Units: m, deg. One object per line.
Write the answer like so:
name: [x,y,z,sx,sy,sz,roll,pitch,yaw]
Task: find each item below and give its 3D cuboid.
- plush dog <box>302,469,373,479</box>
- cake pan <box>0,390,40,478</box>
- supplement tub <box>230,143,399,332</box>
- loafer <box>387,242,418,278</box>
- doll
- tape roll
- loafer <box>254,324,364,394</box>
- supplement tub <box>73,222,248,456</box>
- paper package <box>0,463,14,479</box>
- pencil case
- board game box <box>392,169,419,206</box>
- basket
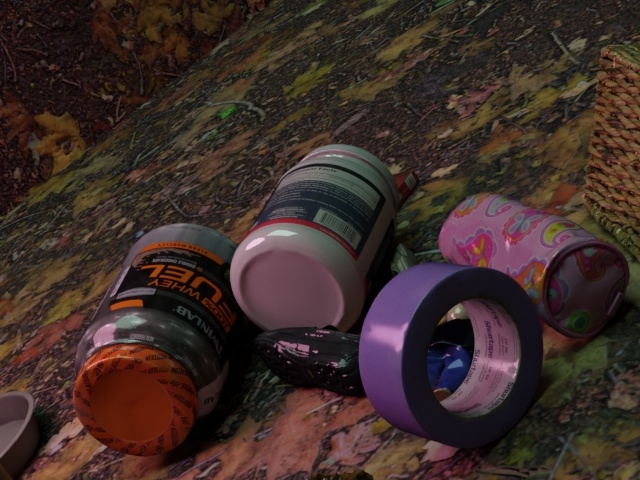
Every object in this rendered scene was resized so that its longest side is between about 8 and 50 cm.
plush dog: [-0.014,0.316,1.000,0.210,0.225,0.262,-8,32,46]
cake pan: [-0.564,0.355,1.914,0.293,0.054,0.293,-28,21,12]
supplement tub: [0.000,0.000,1.721,0.191,0.191,0.272,-19,24,30]
loafer: [0.116,0.042,1.686,0.039,0.045,0.125,-46,12,12]
doll: [0.147,0.134,1.425,0.129,0.046,0.189,-17,26,31]
tape roll: [0.139,0.119,1.273,0.189,0.189,0.080,-42,23,-24]
loafer: [-0.002,0.148,1.571,0.078,0.076,0.223,-39,26,-30]
supplement tub: [-0.220,0.136,1.707,0.207,0.207,0.338,-24,23,21]
paper package: [-0.580,0.367,1.555,0.168,0.309,0.325,4,42,51]
pencil case: [0.249,0.022,1.437,0.124,0.124,0.284,-35,21,-8]
board game box: [0.022,-0.044,2.015,0.281,0.027,0.145,-12,28,42]
basket: [0.463,-0.098,1.434,0.213,0.223,0.299,0,19,-9]
